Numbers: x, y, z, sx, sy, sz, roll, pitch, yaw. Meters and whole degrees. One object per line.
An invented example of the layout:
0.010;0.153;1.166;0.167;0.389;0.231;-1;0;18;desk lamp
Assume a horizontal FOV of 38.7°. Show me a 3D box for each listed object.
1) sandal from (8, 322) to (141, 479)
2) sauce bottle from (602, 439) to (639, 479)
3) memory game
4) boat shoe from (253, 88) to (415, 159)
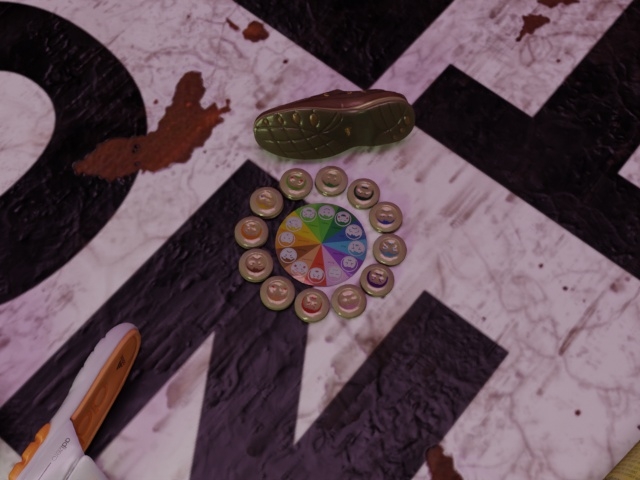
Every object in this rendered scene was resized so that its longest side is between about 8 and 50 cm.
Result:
-0.213;0.197;0.825;0.076;0.102;0.265;21;65;12;sandal
0.340;0.209;0.822;0.344;0.111;0.111;-41;72;-16;sauce bottle
0.000;0.000;0.968;0.186;0.012;0.186;0;65;-1;memory game
0.013;-0.133;1.010;0.178;0.064;0.060;-8;35;-6;boat shoe
